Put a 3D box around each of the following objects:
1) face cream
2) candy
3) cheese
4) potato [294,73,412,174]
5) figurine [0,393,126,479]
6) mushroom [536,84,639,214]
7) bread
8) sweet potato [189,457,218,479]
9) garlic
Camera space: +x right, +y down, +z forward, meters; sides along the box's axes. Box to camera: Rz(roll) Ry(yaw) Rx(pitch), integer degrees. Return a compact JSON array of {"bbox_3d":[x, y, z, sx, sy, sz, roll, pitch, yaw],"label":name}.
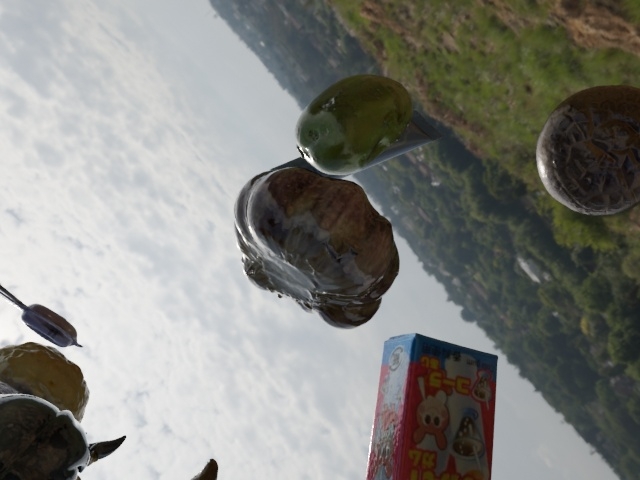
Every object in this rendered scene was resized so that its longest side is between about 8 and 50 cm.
[{"bbox_3d":[0.073,-0.195,1.328,0.135,0.385,0.086,-121,12,-47],"label":"face cream"},{"bbox_3d":[0.162,0.303,0.868,0.157,0.305,0.100,18,159,-20],"label":"candy"},{"bbox_3d":[-0.496,0.133,1.040,0.191,0.042,0.105,42,150,-22],"label":"cheese"},{"bbox_3d":[0.059,-0.208,1.035,0.148,0.186,0.253,49,-144,-9],"label":"potato"},{"bbox_3d":[-0.385,0.295,0.770,0.197,0.265,0.175,31,-128,-11],"label":"figurine"},{"bbox_3d":[0.539,-0.171,1.133,0.253,0.253,0.153,50,-154,0],"label":"mushroom"},{"bbox_3d":[-0.608,0.310,1.279,0.244,0.244,0.134,47,-140,-15],"label":"bread"},{"bbox_3d":[-0.274,0.520,1.198,0.053,0.182,0.054,43,145,24],"label":"sweet potato"},{"bbox_3d":[0.000,0.000,0.772,0.245,0.160,0.245,25,145,19],"label":"garlic"}]
